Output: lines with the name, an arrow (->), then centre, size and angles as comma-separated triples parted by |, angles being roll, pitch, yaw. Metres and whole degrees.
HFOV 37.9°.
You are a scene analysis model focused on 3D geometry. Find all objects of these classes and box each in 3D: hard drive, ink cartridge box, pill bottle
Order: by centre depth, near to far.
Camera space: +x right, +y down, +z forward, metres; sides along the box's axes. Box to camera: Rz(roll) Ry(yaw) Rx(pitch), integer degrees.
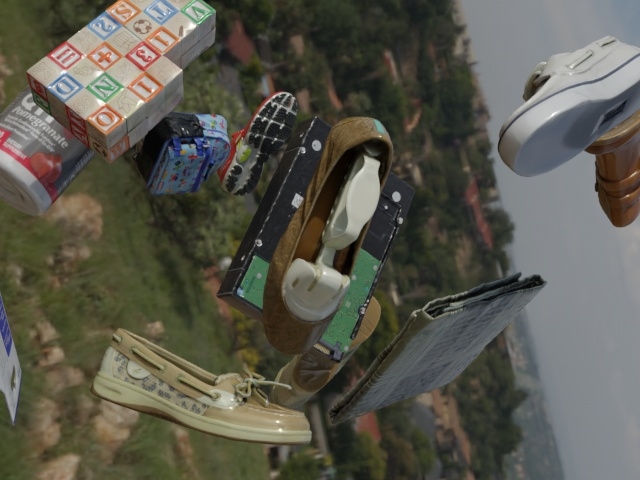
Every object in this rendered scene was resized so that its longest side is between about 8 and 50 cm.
ink cartridge box -> -0.516, 0.080, 1.376 | 0.176, 0.069, 0.371 | -126, -156, -67
hard drive -> 0.000, 0.000, 1.524 | 0.237, 0.064, 0.339 | 33, 66, -25
pill bottle -> -0.487, -0.215, 1.732 | 0.318, 0.176, 0.176 | -56, 143, -25

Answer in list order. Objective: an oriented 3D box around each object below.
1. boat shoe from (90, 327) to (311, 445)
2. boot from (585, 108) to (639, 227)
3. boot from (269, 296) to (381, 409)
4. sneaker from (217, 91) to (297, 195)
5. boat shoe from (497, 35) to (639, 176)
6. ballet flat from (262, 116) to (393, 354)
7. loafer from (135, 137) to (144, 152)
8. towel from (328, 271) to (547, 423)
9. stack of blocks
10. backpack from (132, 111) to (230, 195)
boat shoe -> -0.141, 0.178, 1.112 | 0.104, 0.285, 0.089 | 42, 62, -72
boot -> 0.411, -0.116, 1.310 | 0.283, 0.109, 0.220 | -53, 145, -54
boot -> 0.006, 0.229, 1.884 | 0.262, 0.095, 0.203 | -51, 179, -33
sneaker -> -0.164, -0.244, 2.213 | 0.107, 0.279, 0.118 | 26, 14, -39
boat shoe -> 0.254, -0.151, 0.959 | 0.088, 0.267, 0.096 | 42, -36, 24
ballet flat -> 0.016, 0.000, 1.229 | 0.342, 0.116, 0.124 | -67, -161, 3
loafer -> -0.364, -0.214, 1.959 | 0.039, 0.045, 0.125 | 54, -31, 34
towel -> 0.189, 0.169, 1.531 | 0.312, 0.324, 0.056 | -10, 57, -42
stack of blocks -> -0.300, -0.286, 1.509 | 0.171, 0.297, 0.087 | 38, -25, 11
backpack -> -0.249, -0.167, 1.782 | 0.173, 0.158, 0.117 | -5, 53, -39
